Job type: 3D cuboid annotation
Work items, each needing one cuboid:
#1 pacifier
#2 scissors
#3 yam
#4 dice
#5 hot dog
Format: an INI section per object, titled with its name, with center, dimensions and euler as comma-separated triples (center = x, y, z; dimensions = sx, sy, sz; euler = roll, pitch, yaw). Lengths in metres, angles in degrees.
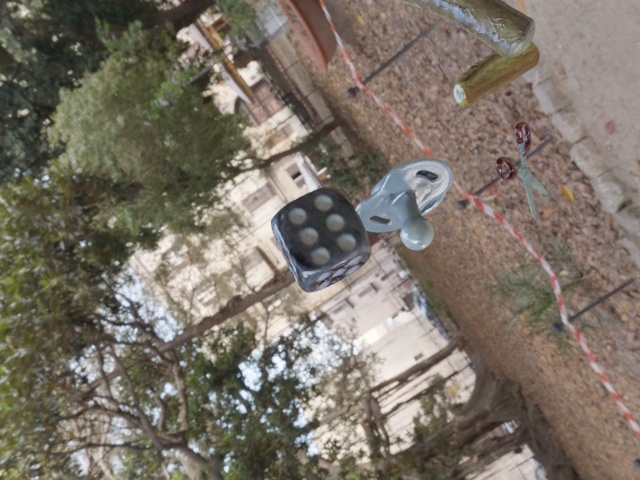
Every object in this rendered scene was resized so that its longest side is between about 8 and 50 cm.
[pacifier]
center = 0.242, -0.075, 1.344
dimensions = 0.243, 0.299, 0.233
euler = 15, -133, -32
[scissors]
center = 0.485, -0.151, 1.192
dimensions = 0.017, 0.144, 0.247
euler = 16, 158, 48
[yam]
center = 0.196, -0.406, 0.841
dimensions = 0.356, 0.081, 0.081
euler = 42, -179, 23
[dice]
center = 0.000, 0.000, 1.148
dimensions = 0.182, 0.181, 0.183
euler = 59, 170, 17
[hot dog]
center = 0.318, -0.311, 0.924
dimensions = 0.047, 0.215, 0.066
euler = 29, 147, 50
